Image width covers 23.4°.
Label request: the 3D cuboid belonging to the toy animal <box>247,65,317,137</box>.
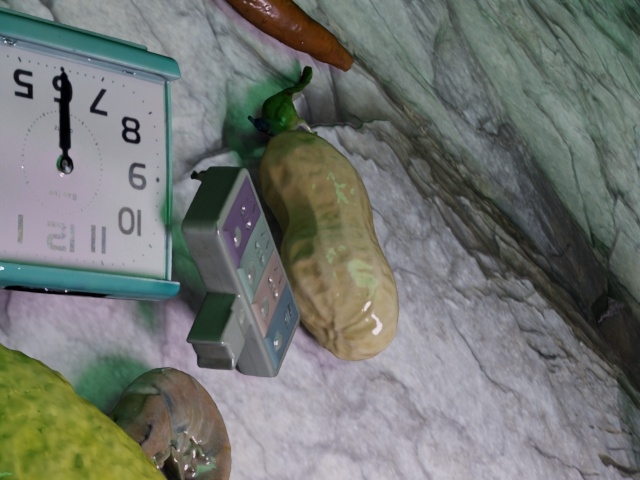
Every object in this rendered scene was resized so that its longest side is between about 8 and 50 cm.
[{"bbox_3d":[-0.027,-0.145,1.793,0.075,0.041,0.217,52,27,-7],"label":"toy animal"}]

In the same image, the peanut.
[{"bbox_3d":[0.000,0.000,1.643,0.125,0.111,0.275,2,56,-36],"label":"peanut"}]

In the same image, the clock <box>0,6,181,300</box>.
[{"bbox_3d":[-0.245,-0.066,1.330,0.262,0.116,0.231,8,78,-50],"label":"clock"}]

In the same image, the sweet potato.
[{"bbox_3d":[-0.044,-0.264,1.861,0.264,0.057,0.057,32,39,-41],"label":"sweet potato"}]

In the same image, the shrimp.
[{"bbox_3d":[-0.143,0.204,1.310,0.145,0.059,0.254,60,25,-16],"label":"shrimp"}]

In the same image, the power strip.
[{"bbox_3d":[-0.086,0.052,1.449,0.216,0.061,0.145,71,30,-42],"label":"power strip"}]

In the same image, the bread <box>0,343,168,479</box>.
[{"bbox_3d":[-0.244,0.253,0.863,0.348,0.308,0.348,27,36,-22],"label":"bread"}]
